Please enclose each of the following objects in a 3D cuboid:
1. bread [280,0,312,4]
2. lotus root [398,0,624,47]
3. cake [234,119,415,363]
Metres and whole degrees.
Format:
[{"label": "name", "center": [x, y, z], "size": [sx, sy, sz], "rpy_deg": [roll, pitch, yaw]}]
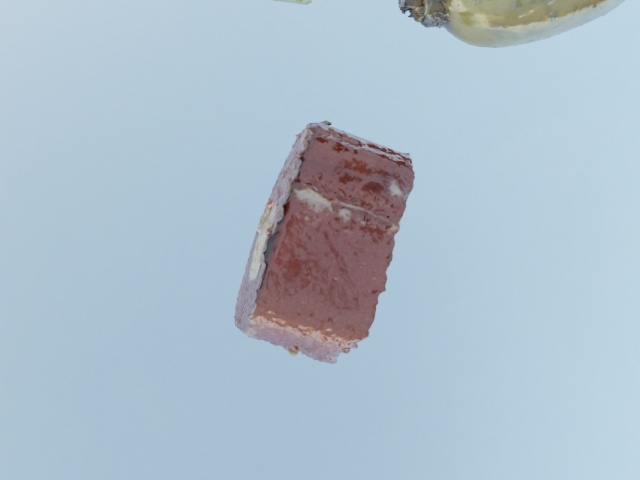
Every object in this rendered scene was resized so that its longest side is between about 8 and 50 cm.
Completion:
[{"label": "bread", "center": [-0.064, -0.418, 1.108], "size": [0.088, 0.226, 0.049], "rpy_deg": [26, -66, 21]}, {"label": "lotus root", "center": [0.258, -0.335, 0.866], "size": [0.342, 0.151, 0.169], "rpy_deg": [-21, -107, -5]}, {"label": "cake", "center": [0.000, 0.000, 0.812], "size": [0.150, 0.177, 0.283], "rpy_deg": [17, -103, -9]}]
